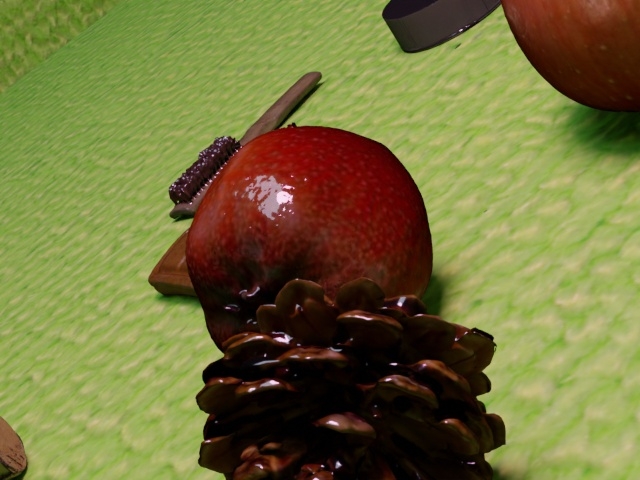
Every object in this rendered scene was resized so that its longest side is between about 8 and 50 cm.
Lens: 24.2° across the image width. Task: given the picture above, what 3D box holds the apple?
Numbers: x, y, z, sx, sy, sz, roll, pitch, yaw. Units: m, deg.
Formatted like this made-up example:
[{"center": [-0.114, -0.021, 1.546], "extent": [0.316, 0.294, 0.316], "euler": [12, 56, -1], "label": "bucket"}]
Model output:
[{"center": [0.242, -0.211, 1.053], "extent": [0.251, 0.206, 0.272], "euler": [-29, 22, 23], "label": "apple"}]

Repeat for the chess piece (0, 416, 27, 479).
[{"center": [-0.317, 0.204, 1.187], "extent": [0.172, 0.060, 0.060], "euler": [-34, 20, 8], "label": "chess piece"}]

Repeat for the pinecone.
[{"center": [0.013, 0.107, 0.758], "extent": [0.173, 0.174, 0.173], "euler": [-30, 20, 12], "label": "pinecone"}]

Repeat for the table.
[{"center": [0.130, -0.250, 1.547], "extent": [0.133, 0.043, 0.133], "euler": [-30, 21, 13], "label": "table"}]

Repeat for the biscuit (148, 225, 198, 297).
[{"center": [-0.051, -0.026, 1.325], "extent": [0.215, 0.034, 0.182], "euler": [-42, 22, -22], "label": "biscuit"}]

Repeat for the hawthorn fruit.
[{"center": [0.000, 0.000, 1.020], "extent": [0.169, 0.169, 0.188], "euler": [-18, 22, 38], "label": "hawthorn fruit"}]

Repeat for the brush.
[{"center": [-0.079, -0.110, 1.562], "extent": [0.043, 0.036, 0.248], "euler": [-5, 35, 46], "label": "brush"}]
